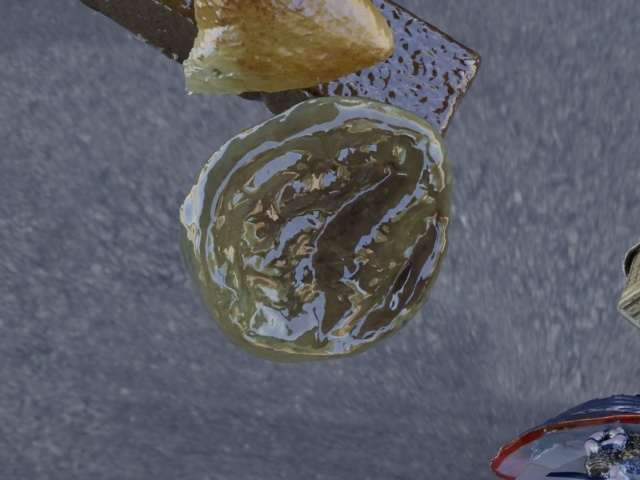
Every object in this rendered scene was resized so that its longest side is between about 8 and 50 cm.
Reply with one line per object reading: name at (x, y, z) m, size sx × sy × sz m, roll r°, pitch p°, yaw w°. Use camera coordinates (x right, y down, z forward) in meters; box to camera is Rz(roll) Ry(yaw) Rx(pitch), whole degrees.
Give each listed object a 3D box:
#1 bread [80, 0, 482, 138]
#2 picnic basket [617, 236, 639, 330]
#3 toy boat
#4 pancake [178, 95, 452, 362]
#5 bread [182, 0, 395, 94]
bread at (-0.049, -0.218, 1.412) m, size 0.416 × 0.113 × 0.165 m, roll 32°, pitch 63°, yaw -3°
picnic basket at (0.320, 0.046, 1.060) m, size 0.164 × 0.115 × 0.079 m, roll 39°, pitch 45°, yaw -9°
toy boat at (0.233, 0.232, 1.297) m, size 0.219 × 0.318 × 0.072 m, roll 0°, pitch 112°, yaw 47°
pancake at (0.000, 0.000, 1.339) m, size 0.294 × 0.294 × 0.049 m, roll -31°, pitch 34°, yaw 2°
bread at (-0.018, -0.139, 0.907) m, size 0.136 × 0.154 × 0.054 m, roll 11°, pitch 51°, yaw -5°
